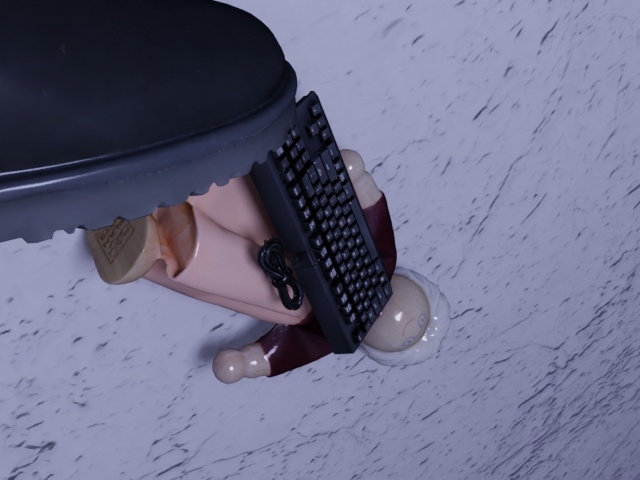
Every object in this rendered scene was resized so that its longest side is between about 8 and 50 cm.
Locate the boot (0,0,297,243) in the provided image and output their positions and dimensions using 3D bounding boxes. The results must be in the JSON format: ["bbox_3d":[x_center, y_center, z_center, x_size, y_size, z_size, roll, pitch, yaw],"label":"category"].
[{"bbox_3d":[-0.157,-0.217,0.294,0.367,0.146,0.444,-26,127,-39],"label":"boot"}]

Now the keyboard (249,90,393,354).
[{"bbox_3d":[0.000,0.000,0.550,0.108,0.023,0.180,-47,128,-34],"label":"keyboard"}]

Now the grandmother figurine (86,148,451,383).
[{"bbox_3d":[-0.011,0.033,0.631,0.342,0.104,0.207,25,112,-45],"label":"grandmother figurine"}]
